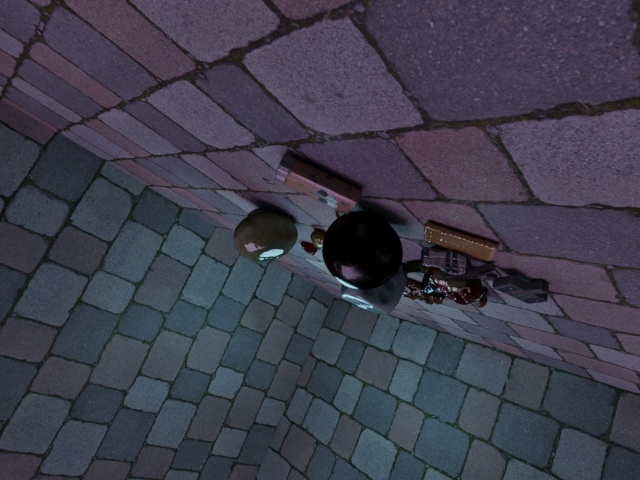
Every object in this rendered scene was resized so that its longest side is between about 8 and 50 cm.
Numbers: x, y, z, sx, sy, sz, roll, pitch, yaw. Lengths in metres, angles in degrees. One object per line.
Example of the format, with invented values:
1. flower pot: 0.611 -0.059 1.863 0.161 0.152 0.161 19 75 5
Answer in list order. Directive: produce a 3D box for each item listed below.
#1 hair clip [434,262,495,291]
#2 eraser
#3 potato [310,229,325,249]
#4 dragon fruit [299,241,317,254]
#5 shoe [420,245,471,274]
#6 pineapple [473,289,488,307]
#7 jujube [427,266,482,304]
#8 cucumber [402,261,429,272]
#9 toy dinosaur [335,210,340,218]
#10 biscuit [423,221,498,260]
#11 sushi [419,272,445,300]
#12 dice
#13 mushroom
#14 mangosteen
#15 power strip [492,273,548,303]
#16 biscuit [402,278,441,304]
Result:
1. hair clip: 0.545 0.125 1.577 0.219 0.159 0.071 -8 122 15
2. eraser: -0.011 -0.192 1.440 0.291 0.087 0.171 25 166 -5
3. potato: 0.000 0.000 2.206 0.107 0.080 0.170 34 171 15
4. dragon fruit: -0.079 0.051 2.579 0.131 0.063 0.097 21 166 16
5. shoe: 0.483 0.066 1.566 0.106 0.091 0.207 -14 -161 -32
6. pineapple: 0.742 0.259 1.917 0.074 0.074 0.159 18 157 26
7. jujube: 0.551 0.166 1.707 0.230 0.155 0.155 28 167 -6
8. cucumber: 0.448 0.126 1.948 0.058 0.058 0.187 28 168 -12
9. toy dinosaur: 0.131 -0.014 1.771 0.286 0.139 0.070 34 163 -35
10. biscuit: 0.483 0.004 1.440 0.250 0.030 0.160 20 168 20
11. sushi: 0.537 0.198 1.905 0.124 0.127 0.225 25 169 0
12. dice: 0.275 0.219 2.147 0.265 0.268 0.262 27 167 -5
13. mushroom: -0.297 -0.028 2.208 0.352 0.260 0.352 -18 156 -8
14. mangosteen: 0.151 0.044 1.579 0.330 0.330 0.330 23 167 6
15. power strip: 0.769 0.175 1.535 0.216 0.061 0.145 22 158 -24
16. biscuit: 0.546 0.301 2.406 0.334 0.081 0.289 20 167 13
